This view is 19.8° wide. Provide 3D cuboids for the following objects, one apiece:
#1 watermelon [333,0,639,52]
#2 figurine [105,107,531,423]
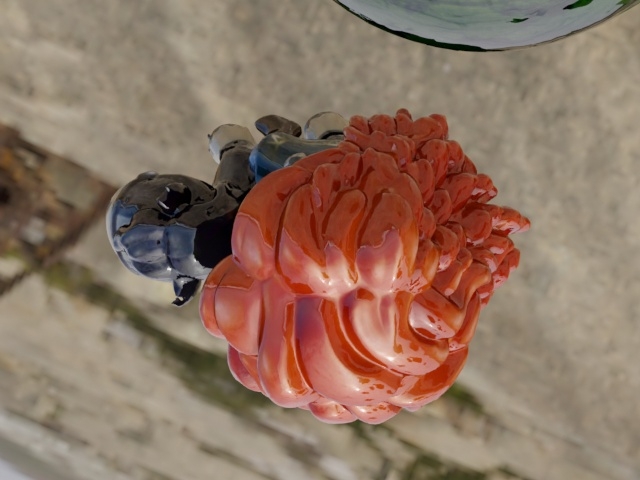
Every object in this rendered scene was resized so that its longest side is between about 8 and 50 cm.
[{"bbox_3d":[0.077,-0.206,0.861,0.242,0.242,0.242,22,171,4],"label":"watermelon"},{"bbox_3d":[-0.010,-0.003,1.548,0.306,0.241,0.411,-3,-160,-36],"label":"figurine"}]
